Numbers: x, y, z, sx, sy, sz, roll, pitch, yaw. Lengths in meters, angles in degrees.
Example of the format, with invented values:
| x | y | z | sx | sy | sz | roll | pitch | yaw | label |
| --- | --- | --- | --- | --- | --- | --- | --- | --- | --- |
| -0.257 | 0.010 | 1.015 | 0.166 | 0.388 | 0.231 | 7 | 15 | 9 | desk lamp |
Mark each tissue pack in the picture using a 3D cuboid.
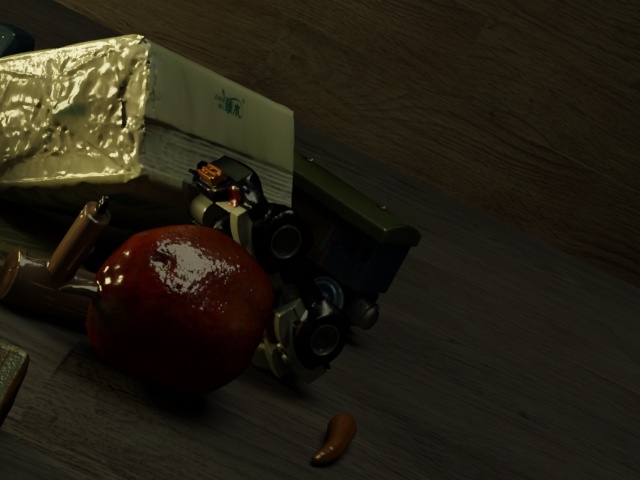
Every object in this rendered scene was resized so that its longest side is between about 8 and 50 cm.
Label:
| x | y | z | sx | sy | sz | roll | pitch | yaw | label |
| --- | --- | --- | --- | --- | --- | --- | --- | --- | --- |
| -0.246 | -0.128 | 1.739 | 0.297 | 0.207 | 0.380 | -2 | -9 | 27 | tissue pack |

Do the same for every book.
| x | y | z | sx | sy | sz | roll | pitch | yaw | label |
| --- | --- | --- | --- | --- | --- | --- | --- | --- | --- |
| -0.388 | -0.001 | 1.596 | 0.161 | 0.026 | 0.231 | 16 | 17 | -43 | book |

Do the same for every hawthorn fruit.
| x | y | z | sx | sy | sz | roll | pitch | yaw | label |
| --- | --- | --- | --- | --- | --- | --- | --- | --- | --- |
| -0.168 | 0.067 | 1.400 | 0.251 | 0.189 | 0.189 | 23 | 12 | -40 | hawthorn fruit |

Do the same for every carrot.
| x | y | z | sx | sy | sz | roll | pitch | yaw | label |
| --- | --- | --- | --- | --- | --- | --- | --- | --- | --- |
| 0.018 | 0.230 | 1.484 | 0.035 | 0.035 | 0.142 | 28 | 17 | 6 | carrot |

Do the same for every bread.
| x | y | z | sx | sy | sz | roll | pitch | yaw | label |
| --- | --- | --- | --- | --- | --- | --- | --- | --- | --- |
| -0.300 | 0.147 | 1.142 | 0.043 | 0.062 | 0.109 | 25 | 55 | 0 | bread |

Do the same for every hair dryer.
| x | y | z | sx | sy | sz | roll | pitch | yaw | label |
| --- | --- | --- | --- | --- | --- | --- | --- | --- | --- |
| -0.272 | 0.016 | 1.426 | 0.117 | 0.181 | 0.064 | 20 | 38 | -28 | hair dryer |

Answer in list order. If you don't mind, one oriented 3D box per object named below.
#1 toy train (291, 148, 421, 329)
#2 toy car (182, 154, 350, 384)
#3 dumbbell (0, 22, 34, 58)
| x | y | z | sx | sy | sz | roll | pitch | yaw | label |
| --- | --- | --- | --- | --- | --- | --- | --- | --- | --- |
| 0.000 | 0.000 | 1.968 | 0.300 | 0.202 | 0.131 | 34 | 14 | 31 | toy train |
| -0.081 | 0.032 | 1.587 | 0.193 | 0.118 | 0.301 | 33 | -28 | 52 | toy car |
| -0.446 | -0.242 | 2.165 | 0.325 | 0.160 | 0.144 | 29 | 41 | 9 | dumbbell |
